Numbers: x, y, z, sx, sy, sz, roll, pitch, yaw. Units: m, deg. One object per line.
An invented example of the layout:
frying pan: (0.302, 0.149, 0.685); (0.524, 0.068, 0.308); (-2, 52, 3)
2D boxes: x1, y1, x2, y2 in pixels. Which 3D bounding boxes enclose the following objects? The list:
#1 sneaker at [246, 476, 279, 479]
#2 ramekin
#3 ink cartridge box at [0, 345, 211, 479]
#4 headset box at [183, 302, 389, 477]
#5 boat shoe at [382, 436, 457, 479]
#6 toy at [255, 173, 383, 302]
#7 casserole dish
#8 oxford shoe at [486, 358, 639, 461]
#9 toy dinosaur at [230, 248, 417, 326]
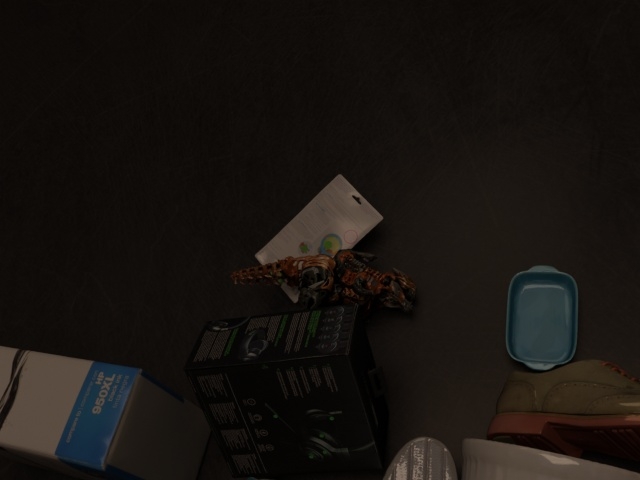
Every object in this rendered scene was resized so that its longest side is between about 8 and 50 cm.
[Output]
sneaker: (-0.048, 0.469, 1.088); (0.087, 0.092, 0.229); (-56, 40, 24)
ramekin: (0.316, 0.365, 0.937); (0.277, 0.277, 0.135); (7, 72, 23)
ink cartridge box: (-0.433, 0.317, 1.221); (0.394, 0.285, 0.166); (4, 62, 21)
headset box: (-0.035, 0.245, 1.126); (0.283, 0.246, 0.131); (-9, 29, 16)
boat shoe: (0.134, 0.464, 1.030); (0.121, 0.119, 0.335); (7, 69, 12)
toy: (0.000, 0.000, 1.381); (0.237, 0.056, 0.137); (-43, 65, 0)
casserole dish: (0.375, 0.133, 1.182); (0.114, 0.037, 0.188); (1, 63, 20)
oxford shoe: (0.422, 0.228, 0.990); (0.397, 0.140, 0.147); (-11, 46, 41)
toy dinosaur: (0.006, 0.104, 1.273); (0.321, 0.164, 0.218); (-2, 53, 23)
